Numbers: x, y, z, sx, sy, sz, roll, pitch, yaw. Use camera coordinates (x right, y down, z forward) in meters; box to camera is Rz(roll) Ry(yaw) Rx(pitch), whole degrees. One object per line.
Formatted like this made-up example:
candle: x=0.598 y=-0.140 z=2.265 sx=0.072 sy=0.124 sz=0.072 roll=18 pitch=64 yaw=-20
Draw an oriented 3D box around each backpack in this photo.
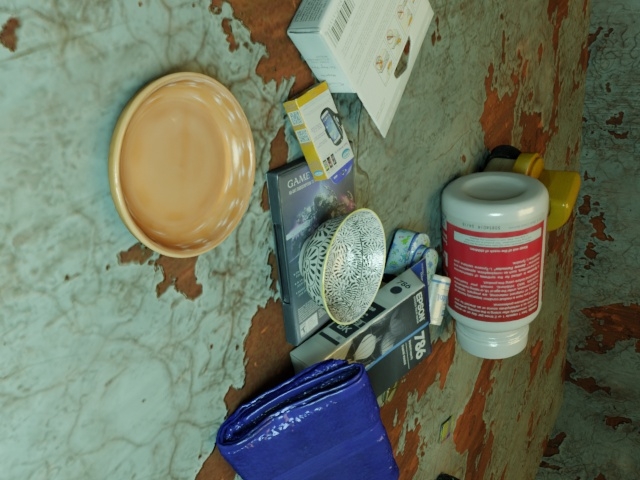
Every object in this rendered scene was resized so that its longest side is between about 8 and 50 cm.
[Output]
backpack: x=0.183 y=0.039 z=1.098 sx=0.105 sy=0.084 sz=0.114 roll=24 pitch=77 yaw=-58

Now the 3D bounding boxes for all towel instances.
towel: x=-0.007 y=0.322 z=0.854 sx=0.228 sy=0.076 sz=0.308 roll=-25 pitch=128 yaw=-7
towel: x=0.356 y=0.535 z=1.571 sx=0.083 sy=0.009 sz=0.060 roll=-13 pitch=109 yaw=-55

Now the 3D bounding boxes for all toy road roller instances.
toy road roller: x=0.536 y=-0.075 z=1.447 sx=0.202 sy=0.241 sz=0.329 roll=-53 pitch=139 yaw=-33

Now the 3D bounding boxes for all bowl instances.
bowl: x=0.021 y=0.032 z=0.815 sx=0.170 sy=0.080 sz=0.170 roll=-20 pitch=115 yaw=-52

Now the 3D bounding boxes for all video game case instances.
video game case: x=0.000 y=0.000 z=0.870 sx=0.196 sy=0.026 sz=0.274 roll=-33 pitch=125 yaw=-47

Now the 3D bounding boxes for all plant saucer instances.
plant saucer: x=-0.150 y=-0.081 z=0.611 sx=0.200 sy=0.037 sz=0.199 roll=-20 pitch=115 yaw=-52

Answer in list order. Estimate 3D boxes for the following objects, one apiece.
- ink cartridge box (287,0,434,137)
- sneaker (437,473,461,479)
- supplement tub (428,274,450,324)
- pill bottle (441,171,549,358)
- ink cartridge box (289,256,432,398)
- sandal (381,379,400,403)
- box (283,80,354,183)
ink cartridge box: x=0.077 y=-0.338 z=0.853 sx=0.239 sy=0.060 sz=0.275 roll=46 pitch=61 yaw=-52
sneaker: x=0.318 y=0.744 z=1.500 sx=0.272 sy=0.100 sz=0.107 roll=-11 pitch=114 yaw=-55
supplement tub: x=0.243 y=0.127 z=1.226 sx=0.071 sy=0.071 sz=0.107 roll=15 pitch=86 yaw=-57
pill bottle: x=0.403 y=0.063 z=1.302 sx=0.229 sy=0.229 sz=0.407 roll=-37 pitch=129 yaw=-45
ink cartridge box: x=0.104 y=0.177 z=0.969 sx=0.333 sy=0.065 sz=0.165 roll=-33 pitch=126 yaw=-30
sandal: x=0.136 y=0.238 z=1.128 sx=0.072 sy=0.049 sz=0.180 roll=40 pitch=52 yaw=-59
box: x=0.002 y=-0.149 z=0.797 sx=0.081 sy=0.028 sz=0.136 roll=-45 pitch=122 yaw=-44
